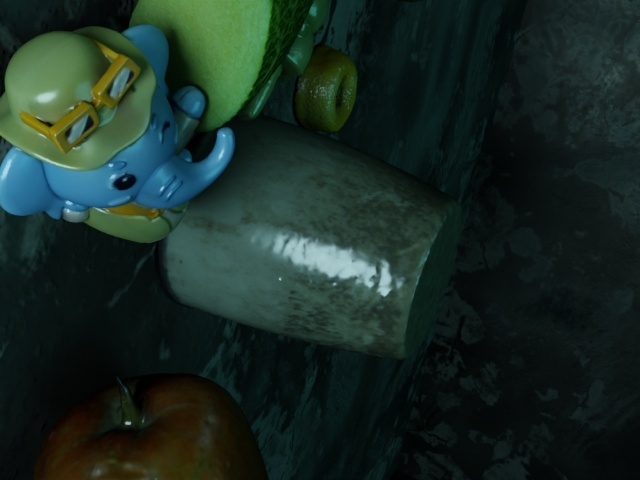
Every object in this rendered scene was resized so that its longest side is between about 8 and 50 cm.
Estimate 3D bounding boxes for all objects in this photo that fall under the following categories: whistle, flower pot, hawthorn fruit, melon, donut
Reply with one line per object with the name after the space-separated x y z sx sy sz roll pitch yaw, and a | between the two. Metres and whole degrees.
-0.055 -0.257 0.927 0.085 0.105 0.228 31 75 -28 | whistle
0.000 0.000 0.956 0.293 0.330 0.294 -50 149 -44 | flower pot
-0.186 0.272 0.810 0.268 0.267 0.301 -45 143 -50 | hawthorn fruit
-0.095 -0.284 0.694 0.331 0.226 0.344 -111 -168 -45 | melon
0.015 -0.242 1.168 0.152 0.058 0.152 90 26 -46 | donut

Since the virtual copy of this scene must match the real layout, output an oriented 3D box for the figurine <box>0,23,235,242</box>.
-0.183 -0.092 0.664 0.180 0.154 0.262 -32 161 8 | figurine
